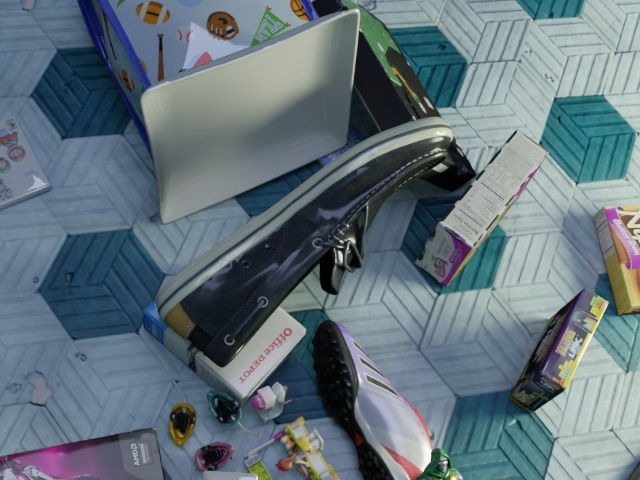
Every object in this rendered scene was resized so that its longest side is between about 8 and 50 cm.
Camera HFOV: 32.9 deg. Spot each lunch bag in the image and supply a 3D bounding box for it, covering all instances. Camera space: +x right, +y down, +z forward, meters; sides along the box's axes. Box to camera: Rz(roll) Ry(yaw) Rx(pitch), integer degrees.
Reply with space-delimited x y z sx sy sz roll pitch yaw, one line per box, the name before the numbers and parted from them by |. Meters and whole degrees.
lunch bag | -0.202 -0.361 1.784 0.328 0.239 0.385 -25 80 -18

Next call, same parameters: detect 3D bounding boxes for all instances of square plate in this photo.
square plate | -0.107 -0.191 1.650 0.344 0.347 0.049 -24 64 -15

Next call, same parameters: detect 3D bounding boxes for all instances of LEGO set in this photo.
LEGO set | -0.025 0.346 1.545 0.107 0.132 0.287 -28 51 -16

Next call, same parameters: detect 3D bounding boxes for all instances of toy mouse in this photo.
toy mouse | -0.151 0.279 1.586 0.143 0.031 0.161 -1 83 14

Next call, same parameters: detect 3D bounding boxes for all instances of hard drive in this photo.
hard drive | 0.122 -0.246 1.802 0.064 0.237 0.339 -33 73 18

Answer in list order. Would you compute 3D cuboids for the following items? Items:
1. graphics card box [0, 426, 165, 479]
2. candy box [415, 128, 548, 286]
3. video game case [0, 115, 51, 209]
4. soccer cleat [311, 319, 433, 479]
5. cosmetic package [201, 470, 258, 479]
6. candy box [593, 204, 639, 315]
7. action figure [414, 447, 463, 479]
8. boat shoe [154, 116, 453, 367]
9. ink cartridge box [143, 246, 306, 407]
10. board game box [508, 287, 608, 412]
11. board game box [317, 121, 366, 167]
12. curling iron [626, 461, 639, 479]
graphics card box | -0.387 0.405 1.470 0.371 0.094 0.233 -7 67 -15
candy box | 0.263 -0.052 1.770 0.071 0.159 0.233 38 65 9
video game case | -0.530 -0.113 1.722 0.157 0.019 0.143 -24 72 -21
soccer cleat | 0.090 0.259 1.631 0.116 0.108 0.318 -17 71 -30
cosmetic package | -0.132 0.443 1.485 0.085 0.117 0.231 2 63 -1
candy box | 0.544 0.031 1.846 0.109 0.053 0.186 -3 67 -12
action figure | 0.176 0.409 1.543 0.137 0.063 0.232 -9 96 -28
boat shoe | 0.000 0.000 1.564 0.500 0.187 0.156 -36 82 -8
ink cartridge box | -0.146 0.135 1.644 0.203 0.086 0.148 41 65 8
board game box | 0.371 0.173 1.697 0.048 0.141 0.170 31 63 4
board game box | 0.045 -0.145 1.848 0.090 0.020 0.090 -36 77 -22
curling iron | 0.532 0.357 1.701 0.274 0.035 0.068 -35 76 -23
